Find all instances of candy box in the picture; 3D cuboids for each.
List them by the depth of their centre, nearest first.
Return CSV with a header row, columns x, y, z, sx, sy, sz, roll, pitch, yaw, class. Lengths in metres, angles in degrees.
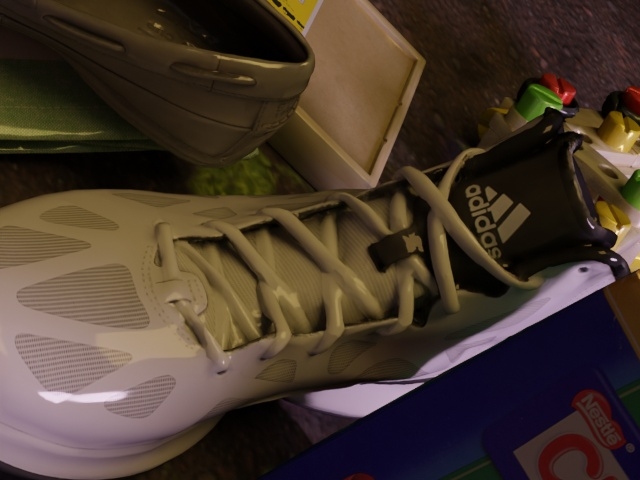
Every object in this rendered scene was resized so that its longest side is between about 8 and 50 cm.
x,y,z,sx,sy,sz,roll,pitch,yaw,class
0.137,0.183,0.917,0.122,0.317,0.268,-22,80,-54,candy box

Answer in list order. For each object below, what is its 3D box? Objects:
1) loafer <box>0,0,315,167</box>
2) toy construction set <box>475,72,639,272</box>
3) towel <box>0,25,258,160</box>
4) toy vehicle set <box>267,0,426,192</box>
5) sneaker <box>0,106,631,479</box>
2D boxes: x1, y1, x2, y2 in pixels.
x,y,z,sx,sy,sz,roll,pitch,yaw,class
-0.144,-0.162,0.951,0.319,0.111,0.112,32,52,-14,loafer
0.229,-0.021,1.320,0.327,0.151,0.215,21,24,-49,toy construction set
-0.171,-0.197,1.051,0.248,0.038,0.325,-1,66,-33,towel
-0.044,-0.164,1.209,0.267,0.035,0.166,44,38,-16,toy vehicle set
0.000,-0.001,0.948,0.447,0.257,0.169,-2,66,-50,sneaker
